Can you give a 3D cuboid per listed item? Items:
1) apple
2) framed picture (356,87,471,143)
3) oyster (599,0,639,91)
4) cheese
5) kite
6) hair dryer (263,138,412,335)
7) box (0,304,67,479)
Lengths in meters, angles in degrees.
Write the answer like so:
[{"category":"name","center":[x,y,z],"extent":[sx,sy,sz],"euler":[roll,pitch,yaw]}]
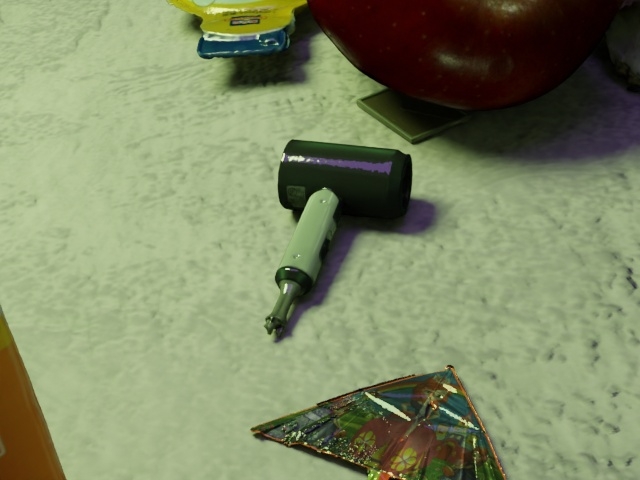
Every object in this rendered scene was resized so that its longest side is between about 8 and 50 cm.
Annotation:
[{"category":"apple","center":[0.113,-0.260,1.052],"extent":[0.288,0.288,0.317],"euler":[-12,22,-8]},{"category":"framed picture","center":[0.083,-0.117,1.091],"extent":[0.066,0.007,0.089],"euler":[-23,39,-23]},{"category":"oyster","center":[0.351,-0.174,1.042],"extent":[0.166,0.110,0.341],"euler":[-6,22,-10]},{"category":"cheese","center":[-0.071,-0.246,1.238],"extent":[0.176,0.069,0.270],"euler":[-4,36,2]},{"category":"kite","center":[0.048,0.130,0.752],"extent":[0.190,0.010,0.159],"euler":[15,42,29]},{"category":"hair dryer","center":[0.000,0.000,0.915],"extent":[0.100,0.057,0.198],"euler":[7,46,18]},{"category":"box","center":[-0.276,0.077,0.592],"extent":[0.143,0.341,0.225],"euler":[15,39,40]}]
